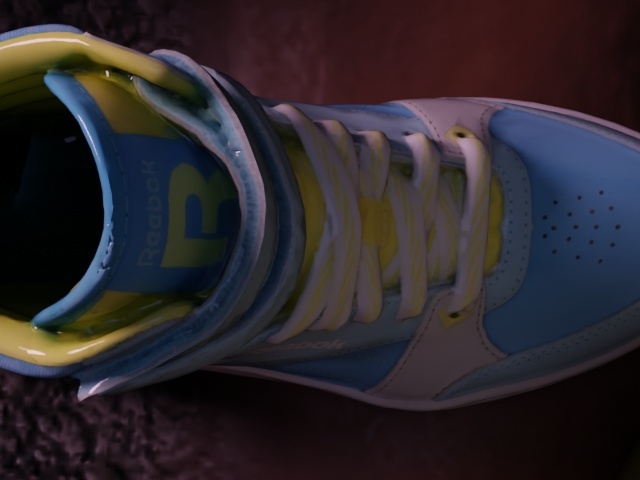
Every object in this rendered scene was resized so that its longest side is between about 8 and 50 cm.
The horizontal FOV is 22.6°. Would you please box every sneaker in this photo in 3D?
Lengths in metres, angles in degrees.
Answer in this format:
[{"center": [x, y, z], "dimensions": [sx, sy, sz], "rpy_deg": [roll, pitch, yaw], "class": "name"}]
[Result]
[{"center": [0.000, 0.000, 0.538], "dimensions": [0.319, 0.208, 0.127], "rpy_deg": [-2, 87, -4], "class": "sneaker"}]

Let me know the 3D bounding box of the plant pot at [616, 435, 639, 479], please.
[{"center": [0.210, 0.124, 0.527], "dimensions": [0.276, 0.254, 0.276], "rpy_deg": [0, 88, -3], "class": "plant pot"}]
